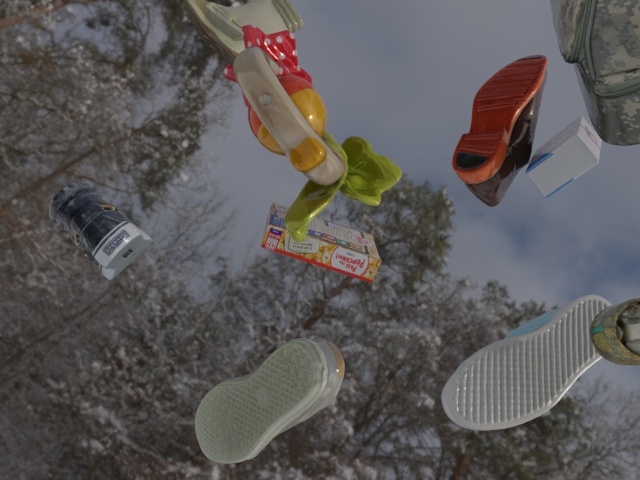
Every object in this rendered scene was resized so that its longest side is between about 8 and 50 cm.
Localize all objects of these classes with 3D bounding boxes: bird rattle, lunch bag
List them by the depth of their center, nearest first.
[{"bbox_3d":[-0.024,-0.138,0.709,0.254,0.143,0.207,65,9,8],"label":"bird rattle"},{"bbox_3d":[0.397,-0.312,0.821,0.212,0.305,0.256,-16,-51,24],"label":"lunch bag"}]

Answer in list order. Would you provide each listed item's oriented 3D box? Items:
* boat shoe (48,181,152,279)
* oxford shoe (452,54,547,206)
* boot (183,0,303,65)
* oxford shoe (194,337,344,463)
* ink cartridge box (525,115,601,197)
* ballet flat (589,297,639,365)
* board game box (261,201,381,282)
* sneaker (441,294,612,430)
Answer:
[{"bbox_3d":[-0.231,-0.012,0.698,0.083,0.065,0.183,45,-16,-4],"label":"boat shoe"},{"bbox_3d":[0.287,-0.174,1.017,0.096,0.271,0.098,8,-31,46],"label":"oxford shoe"},{"bbox_3d":[-0.151,-0.433,1.259,0.213,0.165,0.077,48,-12,24],"label":"boot"},{"bbox_3d":[-0.107,0.327,1.326,0.449,0.130,0.169,-41,-115,35],"label":"oxford shoe"},{"bbox_3d":[0.352,-0.122,0.951,0.052,0.122,0.088,50,-58,0],"label":"ink cartridge box"},{"bbox_3d":[0.568,0.123,0.926,0.348,0.123,0.123,-5,-51,15],"label":"ballet flat"},{"bbox_3d":[0.000,0.000,1.125,0.193,0.147,0.045,18,-74,-6],"label":"board game box"},{"bbox_3d":[0.340,0.219,1.108,0.135,0.365,0.150,62,-24,16],"label":"sneaker"}]
